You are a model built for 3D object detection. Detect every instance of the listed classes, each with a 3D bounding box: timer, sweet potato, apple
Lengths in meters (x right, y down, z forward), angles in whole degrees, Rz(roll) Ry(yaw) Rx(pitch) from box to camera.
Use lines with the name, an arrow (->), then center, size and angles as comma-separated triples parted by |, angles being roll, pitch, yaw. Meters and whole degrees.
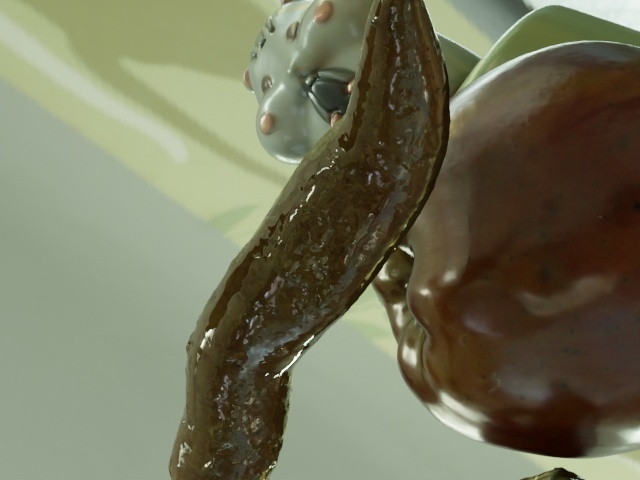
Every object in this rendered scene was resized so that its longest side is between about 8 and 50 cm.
timer -> 0.084, -0.079, 1.188 | 0.315, 0.291, 0.291 | 32, -148, 15
sweet potato -> 0.000, 0.000, 0.722 | 0.067, 0.281, 0.059 | 22, -157, -15
apple -> 0.139, 0.003, 0.873 | 0.234, 0.234, 0.234 | 31, -134, -38

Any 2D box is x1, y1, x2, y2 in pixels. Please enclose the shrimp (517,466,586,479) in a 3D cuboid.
shrimp -> 0.112, 0.156, 0.843 | 0.180, 0.099, 0.041 | -173, 63, -80
